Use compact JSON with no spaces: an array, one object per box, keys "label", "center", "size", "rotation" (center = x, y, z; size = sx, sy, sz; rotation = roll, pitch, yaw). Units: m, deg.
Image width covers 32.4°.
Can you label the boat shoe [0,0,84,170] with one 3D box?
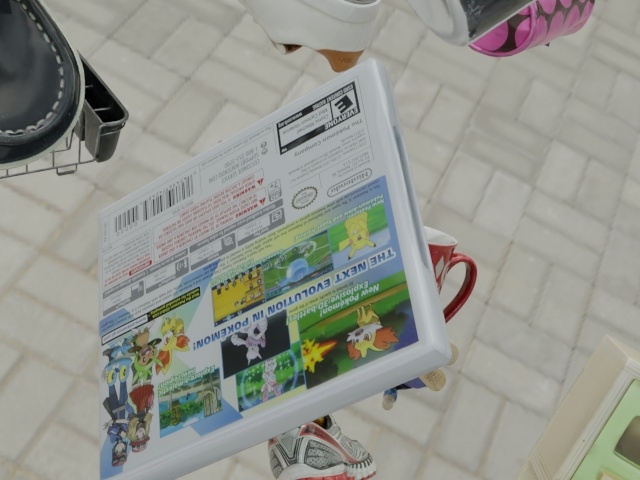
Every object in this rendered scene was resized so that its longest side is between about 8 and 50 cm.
[{"label":"boat shoe","center":[-0.318,-0.197,0.671],"size":[0.156,0.500,0.187],"rotation":[13,67,41]}]

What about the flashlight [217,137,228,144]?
[{"label":"flashlight","center":[-0.103,-0.011,1.750],"size":[0.103,0.304,0.103],"rotation":[-1,10,10]}]

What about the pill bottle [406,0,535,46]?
[{"label":"pill bottle","center":[0.173,-0.265,0.844],"size":[0.246,0.130,0.130],"rotation":[-33,65,-4]}]

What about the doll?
[{"label":"doll","center":[0.121,0.173,1.481],"size":[0.046,0.189,0.129],"rotation":[31,76,-9]}]

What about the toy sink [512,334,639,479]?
[{"label":"toy sink","center":[0.323,0.247,1.189],"size":[0.153,0.234,0.131],"rotation":[31,8,-2]}]

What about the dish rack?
[{"label":"dish rack","center":[-0.379,-0.143,1.245],"size":[0.271,0.074,0.208],"rotation":[-14,44,-33]}]

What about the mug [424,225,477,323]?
[{"label":"mug","center":[0.119,0.073,1.414],"size":[0.150,0.169,0.113],"rotation":[14,11,4]}]

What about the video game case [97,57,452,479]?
[{"label":"video game case","center":[-0.061,0.031,0.946],"size":[0.036,0.329,0.300],"rotation":[38,34,-46]}]

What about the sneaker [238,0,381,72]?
[{"label":"sneaker","center":[-0.067,-0.288,1.291],"size":[0.290,0.123,0.106],"rotation":[35,44,23]}]

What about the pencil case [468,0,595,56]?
[{"label":"pencil case","center":[0.218,-0.246,1.172],"size":[0.098,0.095,0.209],"rotation":[15,21,26]}]

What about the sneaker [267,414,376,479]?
[{"label":"sneaker","center":[0.001,0.207,1.101],"size":[0.088,0.225,0.092],"rotation":[-16,81,6]}]
